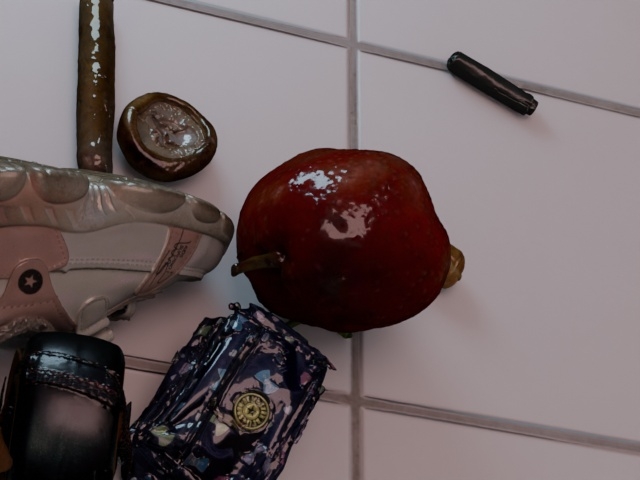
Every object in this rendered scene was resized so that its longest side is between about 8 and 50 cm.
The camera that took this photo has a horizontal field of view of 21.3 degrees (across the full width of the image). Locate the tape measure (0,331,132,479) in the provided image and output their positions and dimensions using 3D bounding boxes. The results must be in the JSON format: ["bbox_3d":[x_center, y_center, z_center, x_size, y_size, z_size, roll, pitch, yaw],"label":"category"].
[{"bbox_3d":[-0.248,0.195,1.654,0.135,0.223,0.202,9,56,-10],"label":"tape measure"}]

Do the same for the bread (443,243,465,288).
[{"bbox_3d":[0.105,-0.001,2.032,0.157,0.044,0.052,36,60,0],"label":"bread"}]

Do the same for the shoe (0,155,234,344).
[{"bbox_3d":[-0.260,0.022,1.796,0.351,0.172,0.198,10,94,-40],"label":"shoe"}]

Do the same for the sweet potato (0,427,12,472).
[{"bbox_3d":[-0.354,0.070,1.452,0.095,0.106,0.355,-23,107,7],"label":"sweet potato"}]

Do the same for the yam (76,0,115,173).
[{"bbox_3d":[-0.260,-0.179,1.972,0.046,0.046,0.264,8,58,-20],"label":"yam"}]

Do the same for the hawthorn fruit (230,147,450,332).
[{"bbox_3d":[0.000,0.000,1.862,0.266,0.210,0.230,-6,19,-42],"label":"hawthorn fruit"}]

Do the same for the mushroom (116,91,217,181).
[{"bbox_3d":[-0.179,-0.118,1.969,0.123,0.052,0.123,16,50,-20],"label":"mushroom"}]

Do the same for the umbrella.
[{"bbox_3d":[0.223,-0.205,2.213,0.133,0.031,0.036,32,56,-5],"label":"umbrella"}]

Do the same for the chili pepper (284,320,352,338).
[{"bbox_3d":[-0.002,0.096,1.944,0.083,0.017,0.030,15,58,-16],"label":"chili pepper"}]

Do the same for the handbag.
[{"bbox_3d":[-0.099,0.186,1.793,0.162,0.113,0.260,31,61,3],"label":"handbag"}]
